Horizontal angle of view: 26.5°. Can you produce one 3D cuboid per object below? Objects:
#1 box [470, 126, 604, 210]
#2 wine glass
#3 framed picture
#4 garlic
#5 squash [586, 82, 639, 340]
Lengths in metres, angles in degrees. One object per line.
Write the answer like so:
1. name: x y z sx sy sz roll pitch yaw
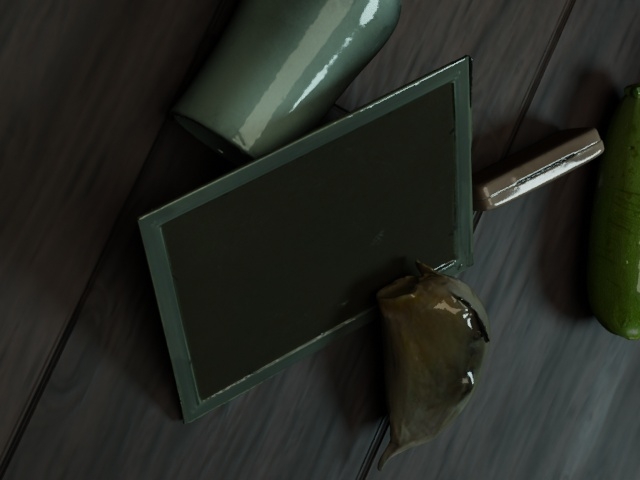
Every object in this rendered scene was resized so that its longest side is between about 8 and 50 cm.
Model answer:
1. box: 0.155 -0.053 1.015 0.115 0.048 0.025 -26 100 -22
2. wine glass: -0.002 -0.152 0.907 0.103 0.103 0.231 35 83 -23
3. framed picture: 0.000 0.000 0.917 0.252 0.014 0.197 -27 137 -21
4. garlic: 0.080 0.086 0.985 0.084 0.066 0.152 -3 108 -2
5. squash: 0.242 -0.023 1.048 0.066 0.066 0.201 3 93 -25
